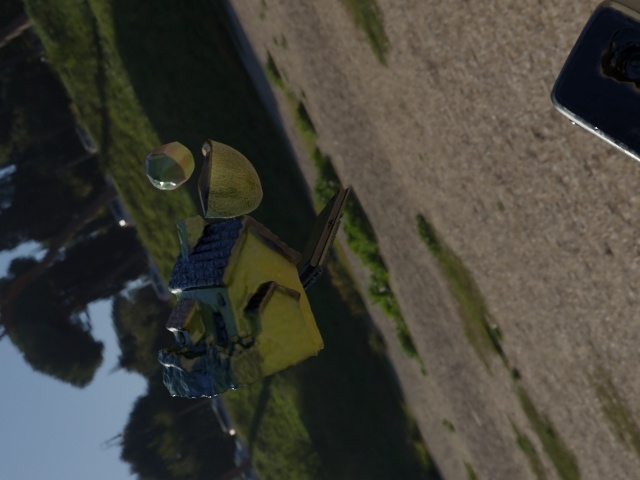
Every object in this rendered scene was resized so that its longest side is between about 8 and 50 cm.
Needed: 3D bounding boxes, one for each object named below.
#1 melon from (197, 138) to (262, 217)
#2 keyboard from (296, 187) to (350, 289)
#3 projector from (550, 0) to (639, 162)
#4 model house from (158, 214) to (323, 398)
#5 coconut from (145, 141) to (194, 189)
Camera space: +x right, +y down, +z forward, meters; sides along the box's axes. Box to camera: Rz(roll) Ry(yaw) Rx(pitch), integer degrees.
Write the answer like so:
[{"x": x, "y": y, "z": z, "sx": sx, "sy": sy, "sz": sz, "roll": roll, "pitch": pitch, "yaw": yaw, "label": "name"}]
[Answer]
[{"x": -0.154, "y": -0.115, "z": 1.572, "sx": 0.160, "sy": 0.128, "sz": 0.079, "roll": -98, "pitch": 28, "yaw": -42, "label": "melon"}, {"x": 0.000, "y": 0.000, "z": 1.360, "sx": 0.025, "sy": 0.094, "sz": 0.230, "roll": 36, "pitch": -146, "yaw": -10, "label": "keyboard"}, {"x": 0.694, "y": -0.265, "z": 1.687, "sx": 0.395, "sy": 0.405, "sz": 0.242, "roll": 38, "pitch": 121, "yaw": 26, "label": "projector"}, {"x": -0.121, "y": 0.068, "z": 1.118, "sx": 0.194, "sy": 0.170, "sz": 0.212, "roll": -11, "pitch": 96, "yaw": 60, "label": "model house"}, {"x": -0.272, "y": -0.130, "z": 1.605, "sx": 0.083, "sy": 0.081, "sz": 0.082, "roll": 36, "pitch": 135, "yaw": -8, "label": "coconut"}]
